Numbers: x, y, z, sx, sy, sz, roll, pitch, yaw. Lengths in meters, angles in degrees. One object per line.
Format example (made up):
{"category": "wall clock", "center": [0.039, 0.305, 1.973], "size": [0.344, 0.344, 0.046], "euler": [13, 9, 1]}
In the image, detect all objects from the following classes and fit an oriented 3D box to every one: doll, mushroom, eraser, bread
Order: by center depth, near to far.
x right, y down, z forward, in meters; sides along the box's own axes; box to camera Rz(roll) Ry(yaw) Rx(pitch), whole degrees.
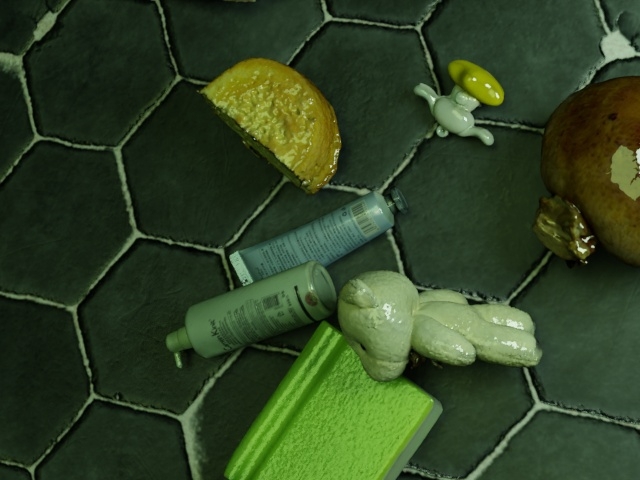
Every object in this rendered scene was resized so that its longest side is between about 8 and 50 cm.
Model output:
{"category": "mushroom", "center": [0.403, -0.086, 1.646], "size": [0.263, 0.195, 0.283], "euler": [38, 92, 14]}
{"category": "doll", "center": [0.155, 0.126, 1.682], "size": [0.278, 0.175, 0.149], "euler": [9, 80, 0]}
{"category": "eraser", "center": [0.013, 0.281, 1.749], "size": [0.210, 0.092, 0.274], "euler": [36, 90, 21]}
{"category": "doll", "center": [0.208, -0.192, 1.798], "size": [0.113, 0.071, 0.135], "euler": [-31, 76, 17]}
{"category": "bread", "center": [-0.059, -0.182, 1.833], "size": [0.229, 0.143, 0.139], "euler": [42, 94, 18]}

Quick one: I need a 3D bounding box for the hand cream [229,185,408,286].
{"category": "hand cream", "center": [0.000, 0.000, 1.828], "size": [0.271, 0.058, 0.091], "euler": [-28, 88, 13]}

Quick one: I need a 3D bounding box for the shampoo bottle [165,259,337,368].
{"category": "shampoo bottle", "center": [-0.108, 0.109, 1.812], "size": [0.262, 0.085, 0.085], "euler": [-21, 74, 20]}
